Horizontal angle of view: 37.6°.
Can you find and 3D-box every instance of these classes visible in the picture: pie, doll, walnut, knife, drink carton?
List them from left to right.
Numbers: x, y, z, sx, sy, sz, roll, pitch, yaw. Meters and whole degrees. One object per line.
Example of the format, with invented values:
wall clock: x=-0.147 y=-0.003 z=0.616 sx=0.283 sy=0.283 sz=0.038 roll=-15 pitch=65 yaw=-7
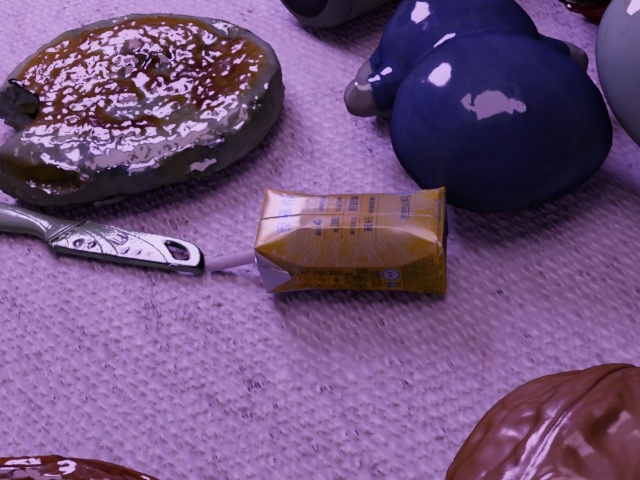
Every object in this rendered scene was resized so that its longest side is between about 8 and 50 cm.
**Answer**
knife: x=-0.232 y=-0.006 z=0.831 sx=0.293 sy=0.020 sz=0.043 roll=10 pitch=44 yaw=18
pie: x=-0.181 y=-0.138 z=0.926 sx=0.302 sy=0.067 sz=0.302 roll=-5 pitch=42 yaw=4
drink carton: x=0.000 y=0.000 z=0.745 sx=0.200 sy=0.074 sz=0.084 roll=0 pitch=52 yaw=9
doll: x=0.142 y=-0.124 z=0.815 sx=0.228 sy=0.154 sz=0.258 roll=-10 pitch=50 yaw=-7
walnut: x=0.143 y=0.154 z=0.497 sx=0.167 sy=0.167 sz=0.207 roll=25 pitch=54 yaw=31

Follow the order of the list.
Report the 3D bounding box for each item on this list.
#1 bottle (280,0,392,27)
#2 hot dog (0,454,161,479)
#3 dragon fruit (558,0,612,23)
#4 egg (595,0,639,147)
bottle: x=0.104 y=-0.373 z=1.058 sx=0.347 sy=0.168 sz=0.168 roll=-31 pitch=47 yaw=-25
hot dog: x=-0.173 y=0.220 z=0.511 sx=0.272 sy=0.122 sz=0.196 roll=-10 pitch=42 yaw=1
dragon fruit: x=0.342 y=-0.361 z=0.956 sx=0.250 sy=0.250 sz=0.315 roll=10 pitch=44 yaw=19
egg: x=0.322 y=-0.124 z=0.735 sx=0.231 sy=0.168 sz=0.168 roll=30 pitch=49 yaw=-5
